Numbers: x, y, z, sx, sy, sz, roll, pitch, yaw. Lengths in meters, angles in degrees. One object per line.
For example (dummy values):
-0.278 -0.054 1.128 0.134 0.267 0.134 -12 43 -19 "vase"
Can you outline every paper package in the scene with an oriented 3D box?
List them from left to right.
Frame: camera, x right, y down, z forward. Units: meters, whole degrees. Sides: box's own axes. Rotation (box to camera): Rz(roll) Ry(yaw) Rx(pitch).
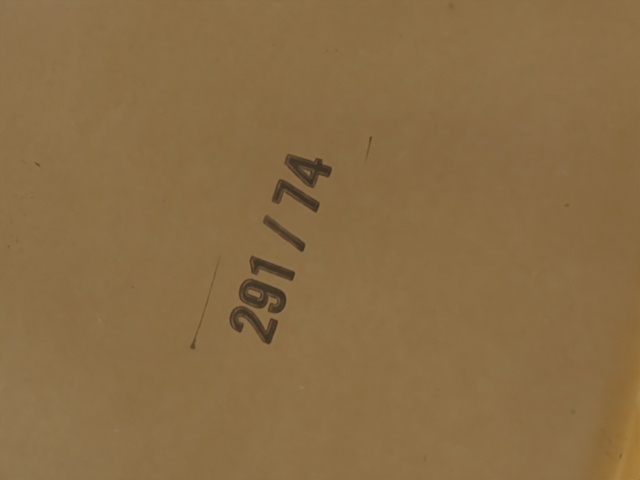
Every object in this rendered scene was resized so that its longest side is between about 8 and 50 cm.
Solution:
0.000 0.000 0.472 0.309 0.325 0.168 15 -179 26 "paper package"
